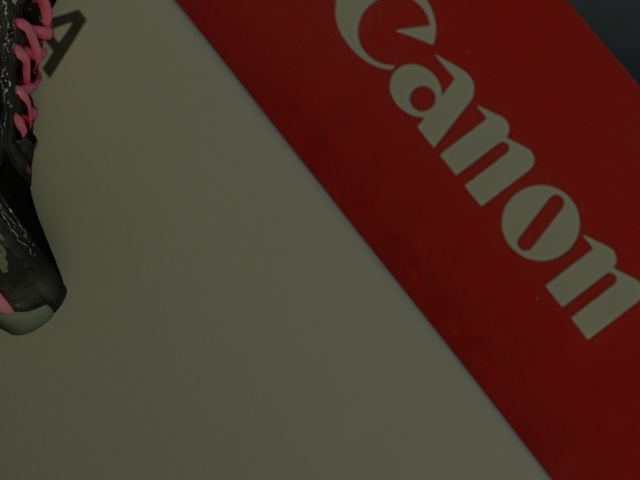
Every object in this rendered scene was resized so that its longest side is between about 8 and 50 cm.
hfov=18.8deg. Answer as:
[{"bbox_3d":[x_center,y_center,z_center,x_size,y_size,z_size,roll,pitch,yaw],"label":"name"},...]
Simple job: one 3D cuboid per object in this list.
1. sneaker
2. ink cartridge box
[{"bbox_3d":[-0.071,-0.040,0.382,0.057,0.047,0.119,-24,79,-9],"label":"sneaker"},{"bbox_3d":[0.000,0.000,0.419,0.261,0.066,0.296,-38,78,-1],"label":"ink cartridge box"}]
